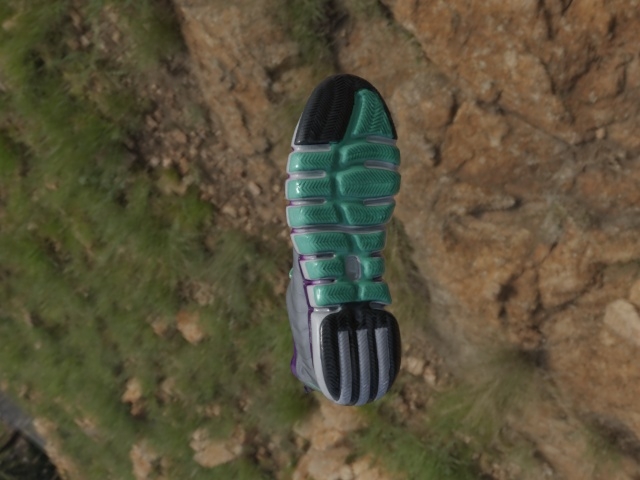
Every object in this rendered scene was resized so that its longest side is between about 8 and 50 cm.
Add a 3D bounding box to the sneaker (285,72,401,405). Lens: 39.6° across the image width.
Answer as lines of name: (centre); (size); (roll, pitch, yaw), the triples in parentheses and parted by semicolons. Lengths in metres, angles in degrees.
sneaker: (0.000, 0.000, 0.618); (0.083, 0.223, 0.098); (4, 173, -26)
